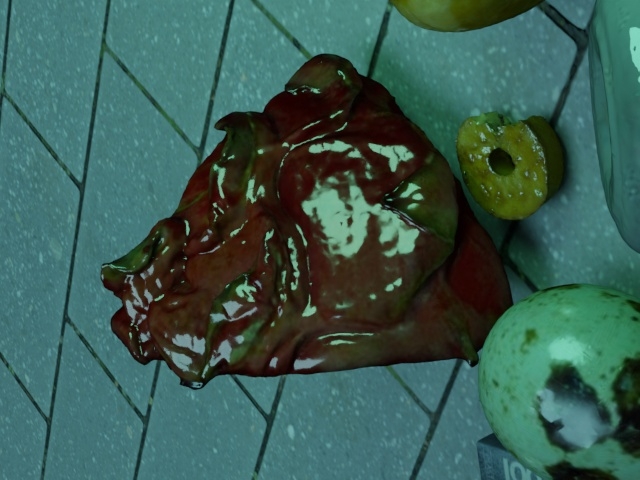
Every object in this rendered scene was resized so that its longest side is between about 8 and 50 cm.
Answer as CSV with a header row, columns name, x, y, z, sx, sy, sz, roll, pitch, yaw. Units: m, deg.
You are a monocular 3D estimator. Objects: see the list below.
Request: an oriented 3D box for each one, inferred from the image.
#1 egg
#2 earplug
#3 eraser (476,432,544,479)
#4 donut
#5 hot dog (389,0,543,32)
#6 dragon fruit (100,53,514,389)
name,x,y,z,sx,sy,sz,roll,pitch,yaw
egg,0.235,0.127,1.350,0.231,0.169,0.169,23,127,34
earplug,0.286,-0.093,1.168,0.325,0.175,0.214,5,103,65
eraser,0.232,0.239,1.524,0.212,0.046,0.092,10,116,54
donut,0.170,-0.068,1.450,0.108,0.043,0.097,20,123,49
hot dog,0.092,-0.375,1.260,0.223,0.185,0.405,-36,77,58
dragon fruit,-0.023,-0.009,1.478,0.286,0.329,0.228,-141,41,-57
